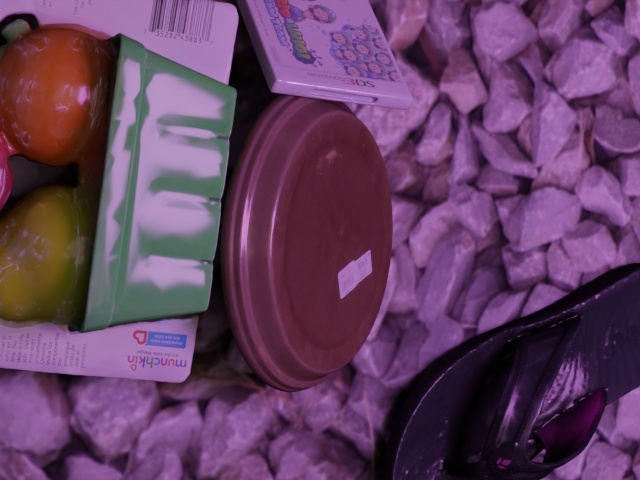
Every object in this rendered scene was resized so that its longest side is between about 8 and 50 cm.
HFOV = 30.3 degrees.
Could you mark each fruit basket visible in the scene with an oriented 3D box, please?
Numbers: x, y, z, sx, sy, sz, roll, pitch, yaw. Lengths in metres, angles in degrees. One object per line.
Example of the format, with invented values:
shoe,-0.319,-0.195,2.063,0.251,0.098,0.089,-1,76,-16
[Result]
fruit basket,-0.256,-0.058,0.953,0.352,0.165,0.327,6,92,-15

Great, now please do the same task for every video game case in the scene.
video game case,-0.001,-0.187,1.080,0.143,0.019,0.157,3,49,-30

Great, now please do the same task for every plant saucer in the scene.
plant saucer,0.000,0.000,1.068,0.278,0.041,0.278,-13,105,-61

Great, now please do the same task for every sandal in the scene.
sandal,0.251,0.156,1.267,0.445,0.107,0.168,-32,110,-23
